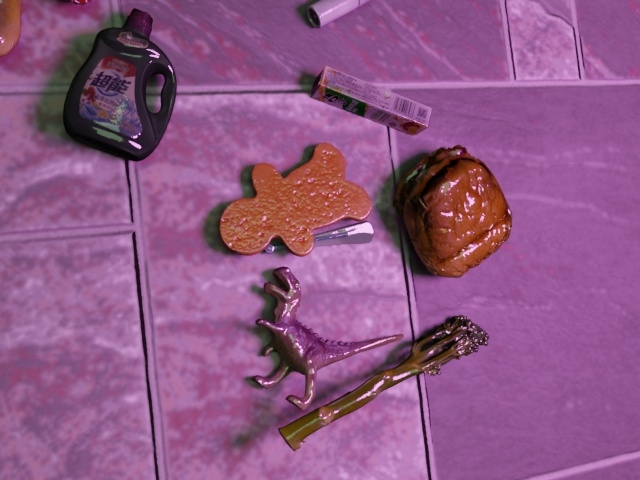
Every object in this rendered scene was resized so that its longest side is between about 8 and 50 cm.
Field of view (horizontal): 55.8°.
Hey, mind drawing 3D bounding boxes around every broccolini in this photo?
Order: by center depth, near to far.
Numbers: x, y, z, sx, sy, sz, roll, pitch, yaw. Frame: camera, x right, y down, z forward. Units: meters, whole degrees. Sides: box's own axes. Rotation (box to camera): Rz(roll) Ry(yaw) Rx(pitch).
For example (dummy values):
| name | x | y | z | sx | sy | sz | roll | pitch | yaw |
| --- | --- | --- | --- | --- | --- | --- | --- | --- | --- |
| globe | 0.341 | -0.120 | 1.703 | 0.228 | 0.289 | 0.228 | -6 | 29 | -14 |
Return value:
| name | x | y | z | sx | sy | sz | roll | pitch | yaw |
| --- | --- | --- | --- | --- | --- | --- | --- | --- | --- |
| broccolini | 0.108 | 0.227 | 0.959 | 0.392 | 0.079 | 0.074 | -23 | 108 | -23 |

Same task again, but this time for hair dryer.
| name | x | y | z | sx | sy | sz | roll | pitch | yaw |
| --- | --- | --- | --- | --- | --- | --- | --- | --- | --- |
| hair dryer | 0.008 | -0.471 | 1.029 | 0.155 | 0.044 | 0.183 | -35 | 91 | -18 |

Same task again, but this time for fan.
| name | x | y | z | sx | sy | sz | roll | pitch | yaw |
| --- | --- | --- | --- | --- | --- | --- | --- | --- | --- |
| fan | 0.000 | 0.000 | 0.993 | 0.193 | 0.016 | 0.038 | -10 | 91 | -18 |

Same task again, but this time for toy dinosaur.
| name | x | y | z | sx | sy | sz | roll | pitch | yaw |
| --- | --- | --- | --- | --- | --- | --- | --- | --- | --- |
| toy dinosaur | -0.003 | 0.168 | 0.953 | 0.251 | 0.072 | 0.200 | 31 | 69 | -4 |

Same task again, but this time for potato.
| name | x | y | z | sx | sy | sz | roll | pitch | yaw |
| --- | --- | --- | --- | --- | --- | --- | --- | --- | --- |
| potato | -0.469 | -0.320 | 0.847 | 0.091 | 0.070 | 0.138 | 4 | 86 | -22 |

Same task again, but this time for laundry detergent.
| name | x | y | z | sx | sy | sz | roll | pitch | yaw |
| --- | --- | --- | --- | --- | --- | --- | --- | --- | --- |
| laundry detergent | -0.282 | -0.238 | 0.897 | 0.144 | 0.078 | 0.222 | 21 | 77 | -16 |

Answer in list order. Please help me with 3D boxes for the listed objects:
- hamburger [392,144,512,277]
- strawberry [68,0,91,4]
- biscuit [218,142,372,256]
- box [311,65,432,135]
| name | x | y | z | sx | sy | sz | roll | pitch | yaw |
| --- | --- | --- | --- | --- | --- | --- | --- | --- | --- |
| hamburger | 0.227 | -0.050 | 1.012 | 0.183 | 0.130 | 0.206 | -33 | 98 | -15 |
| strawberry | -0.381 | -0.481 | 0.879 | 0.175 | 0.106 | 0.236 | 34 | 76 | -52 |
| biscuit | -0.049 | -0.055 | 0.971 | 0.250 | 0.036 | 0.165 | -29 | 85 | -19 |
| box | 0.088 | -0.235 | 1.023 | 0.207 | 0.050 | 0.041 | 17 | 77 | -15 |
